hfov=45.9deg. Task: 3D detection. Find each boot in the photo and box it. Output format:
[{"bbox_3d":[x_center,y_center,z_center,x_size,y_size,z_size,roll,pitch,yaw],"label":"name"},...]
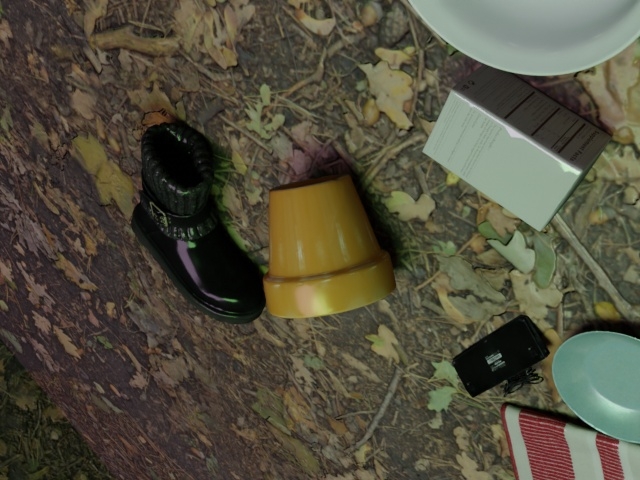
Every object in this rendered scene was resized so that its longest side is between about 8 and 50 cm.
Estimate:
[{"bbox_3d":[-0.215,-0.025,1.381,0.348,0.131,0.260,41,139,10],"label":"boot"}]

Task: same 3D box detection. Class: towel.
[{"bbox_3d":[0.438,0.389,1.165,0.329,0.037,0.237,10,125,45],"label":"towel"}]

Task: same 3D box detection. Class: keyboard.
[{"bbox_3d":[0.290,0.193,1.184,0.192,0.038,0.100,-47,62,51],"label":"keyboard"}]

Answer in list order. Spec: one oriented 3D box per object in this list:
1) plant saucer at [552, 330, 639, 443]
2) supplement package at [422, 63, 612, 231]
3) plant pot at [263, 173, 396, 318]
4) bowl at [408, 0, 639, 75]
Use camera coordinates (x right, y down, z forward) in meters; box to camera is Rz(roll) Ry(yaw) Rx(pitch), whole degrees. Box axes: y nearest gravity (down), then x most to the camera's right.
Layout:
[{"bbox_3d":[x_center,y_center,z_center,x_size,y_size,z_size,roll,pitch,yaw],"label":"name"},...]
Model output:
[{"bbox_3d":[0.423,0.196,1.053,0.195,0.037,0.194,24,134,27],"label":"plant saucer"},{"bbox_3d":[0.237,-0.117,0.923,0.179,0.105,0.105,37,138,14],"label":"supplement package"},{"bbox_3d":[0.000,0.000,1.174,0.205,0.205,0.187,-2,103,43],"label":"plant pot"},{"bbox_3d":[0.216,-0.322,0.742,0.298,0.134,0.297,29,148,20],"label":"bowl"}]
